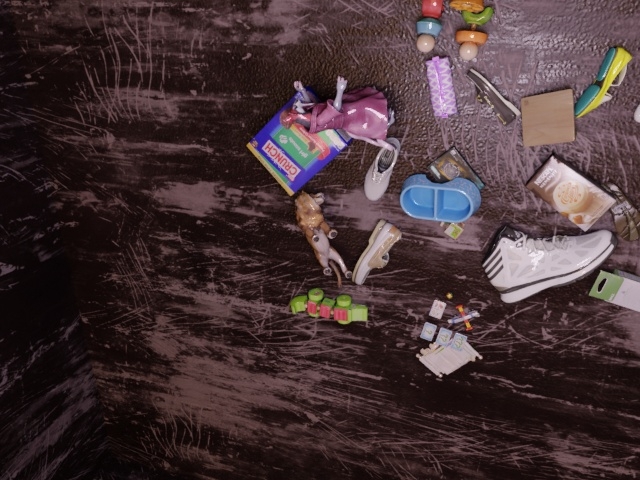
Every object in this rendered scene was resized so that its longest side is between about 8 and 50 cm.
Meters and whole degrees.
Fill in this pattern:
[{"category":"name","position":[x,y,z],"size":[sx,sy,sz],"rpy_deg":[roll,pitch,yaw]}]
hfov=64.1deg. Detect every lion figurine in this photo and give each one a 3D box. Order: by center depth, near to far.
[{"category":"lion figurine","position":[0.000,0.000,2.072],"size":[0.142,0.240,0.392],"rpy_deg":[-21,123,-13]}]

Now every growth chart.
[{"category":"growth chart","position":[0.542,0.491,2.185],"size":[0.237,0.021,0.172],"rpy_deg":[-37,97,29]}]

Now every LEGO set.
[{"category":"LEGO set","position":[0.531,0.334,2.091],"size":[0.183,0.060,0.244],"rpy_deg":[20,112,10]}]

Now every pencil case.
[{"category":"pencil case","position":[0.409,-0.519,1.735],"size":[0.086,0.088,0.206],"rpy_deg":[-6,110,29]}]

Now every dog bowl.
[{"category":"dog bowl","position":[0.431,-0.148,1.879],"size":[0.297,0.074,0.165],"rpy_deg":[9,123,23]}]

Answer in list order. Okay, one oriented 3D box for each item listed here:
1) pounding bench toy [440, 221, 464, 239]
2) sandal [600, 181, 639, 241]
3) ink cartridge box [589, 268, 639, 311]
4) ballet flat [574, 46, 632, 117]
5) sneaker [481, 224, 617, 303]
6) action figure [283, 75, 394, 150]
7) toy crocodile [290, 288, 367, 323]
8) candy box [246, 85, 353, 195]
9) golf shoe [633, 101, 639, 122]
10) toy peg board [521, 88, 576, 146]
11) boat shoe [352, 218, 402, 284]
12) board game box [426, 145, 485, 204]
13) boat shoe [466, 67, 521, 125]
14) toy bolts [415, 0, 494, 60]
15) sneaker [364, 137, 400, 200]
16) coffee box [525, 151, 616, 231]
[{"category":"pounding bench toy","position":[0.493,-0.056,1.928],"size":[0.083,0.065,0.052],"rpy_deg":[34,121,2]},{"category":"sandal","position":[1.017,-0.101,1.735],"size":[0.090,0.060,0.219],"rpy_deg":[-36,83,31]},{"category":"ink cartridge box","position":[1.084,0.174,1.828],"size":[0.209,0.062,0.108],"rpy_deg":[18,118,11]},{"category":"ballet flat","position":[0.887,-0.482,1.598],"size":[0.077,0.077,0.230],"rpy_deg":[19,117,-7]},{"category":"sneaker","position":[0.778,0.033,1.810],"size":[0.448,0.169,0.257],"rpy_deg":[-33,101,31]},{"category":"action figure","position":[0.046,-0.427,1.766],"size":[0.370,0.248,0.275],"rpy_deg":[-15,111,-19]},{"category":"toy crocodile","position":[0.038,0.296,2.224],"size":[0.341,0.105,0.115],"rpy_deg":[10,116,14]},{"category":"candy box","position":[-0.082,-0.375,1.951],"size":[0.317,0.122,0.268],"rpy_deg":[-39,97,30]},{"category":"golf shoe","position":[1.046,-0.430,1.556],"size":[0.067,0.086,0.186],"rpy_deg":[43,121,-5]},{"category":"toy peg board","position":[0.753,-0.396,1.667],"size":[0.161,0.079,0.160],"rpy_deg":[1,100,44]},{"category":"boat shoe","position":[0.222,0.066,2.051],"size":[0.103,0.113,0.302],"rpy_deg":[30,119,11]},{"category":"board game box","position":[0.494,-0.236,1.869],"size":[0.126,0.026,0.186],"rpy_deg":[-37,98,29]},{"category":"boat shoe","position":[0.564,-0.476,1.703],"size":[0.228,0.081,0.068],"rpy_deg":[42,116,-5]},{"category":"toy bolts","position":[0.405,-0.667,1.606],"size":[0.229,0.218,0.158],"rpy_deg":[15,104,20]},{"category":"sneaker","position":[0.221,-0.261,1.914],"size":[0.094,0.091,0.258],"rpy_deg":[21,118,9]},{"category":"coffee box","position":[0.836,-0.166,1.720],"size":[0.246,0.098,0.141],"rpy_deg":[39,119,10]}]
